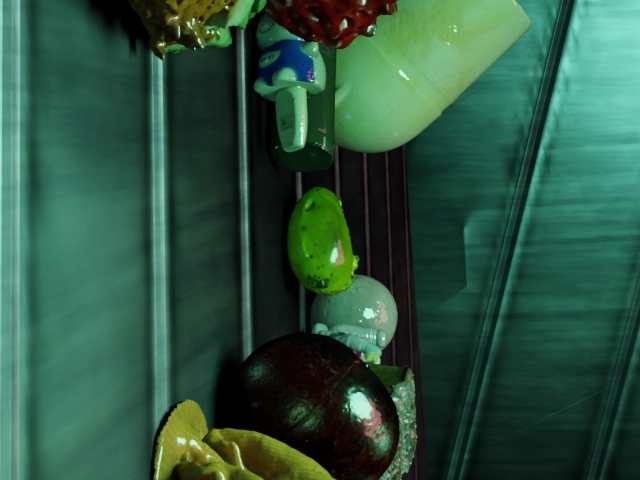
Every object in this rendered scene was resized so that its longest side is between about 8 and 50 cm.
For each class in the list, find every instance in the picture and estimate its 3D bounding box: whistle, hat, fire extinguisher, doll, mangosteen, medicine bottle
[{"bbox_3d":[-0.045,-0.245,1.885,0.092,0.110,0.244,12,72,-45],"label":"whistle"},{"bbox_3d":[-0.033,0.281,1.388,0.244,0.233,0.233,-63,150,-68],"label":"hat"},{"bbox_3d":[-0.027,-0.260,2.001,0.114,0.095,0.311,29,54,-42],"label":"fire extinguisher"},{"bbox_3d":[0.033,0.167,2.111,0.287,0.151,0.151,-64,150,-56],"label":"doll"},{"bbox_3d":[-0.022,0.219,1.619,0.216,0.216,0.216,-3,90,-80],"label":"mangosteen"},{"bbox_3d":[0.112,-0.287,2.142,0.236,0.406,0.236,46,8,-9],"label":"medicine bottle"}]

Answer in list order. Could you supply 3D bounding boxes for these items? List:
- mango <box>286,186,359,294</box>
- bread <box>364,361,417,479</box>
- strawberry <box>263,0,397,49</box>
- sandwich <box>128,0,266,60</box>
[{"bbox_3d":[-0.001,0.000,2.041,0.119,0.100,0.178,56,27,-58],"label":"mango"},{"bbox_3d":[0.026,0.332,1.829,0.416,0.113,0.165,-48,141,-57],"label":"bread"},{"bbox_3d":[-0.032,-0.432,1.673,0.345,0.295,0.317,29,70,-39],"label":"strawberry"},{"bbox_3d":[-0.125,-0.291,1.257,0.301,0.162,0.250,-68,149,-74],"label":"sandwich"}]
